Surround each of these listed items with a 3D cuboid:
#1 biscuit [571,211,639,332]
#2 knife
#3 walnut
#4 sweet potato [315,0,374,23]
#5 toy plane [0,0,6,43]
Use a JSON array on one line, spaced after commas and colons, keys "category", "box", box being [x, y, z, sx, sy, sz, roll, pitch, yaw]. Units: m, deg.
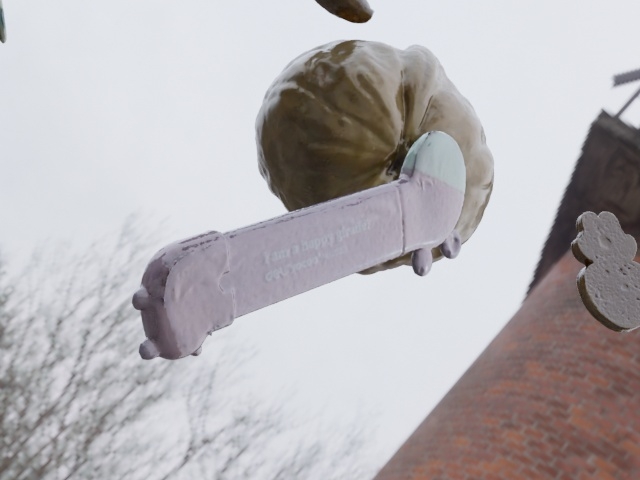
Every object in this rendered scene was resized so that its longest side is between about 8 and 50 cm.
[{"category": "biscuit", "box": [0.404, 0.044, 1.549, 0.026, 0.124, 0.175, -43, -127, 57]}, {"category": "knife", "box": [-0.001, 0.000, 0.931, 0.038, 0.399, 0.132, 5, -72, 42]}, {"category": "walnut", "box": [0.061, -0.099, 1.315, 0.296, 0.285, 0.285, 31, -30, -13]}, {"category": "sweet potato", "box": [-0.041, -0.369, 1.301, 0.292, 0.097, 0.097, 37, -32, -7]}, {"category": "toy plane", "box": [-0.436, -0.370, 1.366, 0.192, 0.088, 0.262, -126, -147, -64]}]
